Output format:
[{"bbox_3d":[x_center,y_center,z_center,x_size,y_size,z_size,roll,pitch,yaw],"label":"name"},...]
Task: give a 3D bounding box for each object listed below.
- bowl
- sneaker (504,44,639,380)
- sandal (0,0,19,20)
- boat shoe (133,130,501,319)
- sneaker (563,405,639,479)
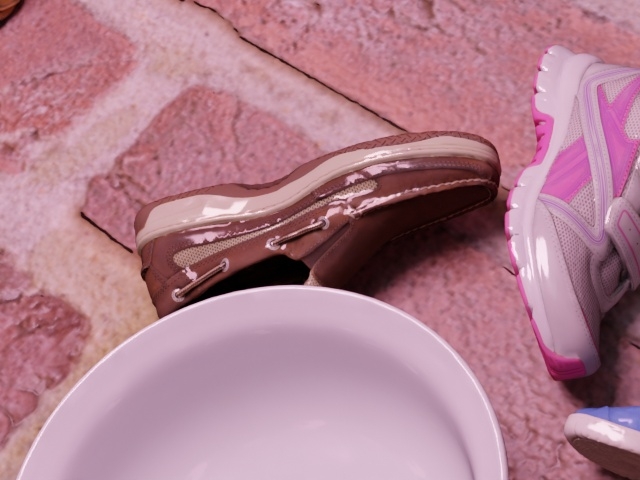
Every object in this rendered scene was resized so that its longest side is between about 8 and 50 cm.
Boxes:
[{"bbox_3d":[-0.025,0.184,1.020,0.298,0.134,0.298,-9,53,12],"label":"bowl"},{"bbox_3d":[0.187,-0.025,1.118,0.111,0.103,0.252,0,57,20],"label":"sneaker"},{"bbox_3d":[-0.281,-0.202,1.434,0.090,0.060,0.219,27,82,38],"label":"sandal"},{"bbox_3d":[0.002,0.003,1.179,0.257,0.095,0.095,-15,66,15],"label":"boat shoe"},{"bbox_3d":[0.227,0.104,1.039,0.152,0.058,0.084,11,66,20],"label":"sneaker"}]
